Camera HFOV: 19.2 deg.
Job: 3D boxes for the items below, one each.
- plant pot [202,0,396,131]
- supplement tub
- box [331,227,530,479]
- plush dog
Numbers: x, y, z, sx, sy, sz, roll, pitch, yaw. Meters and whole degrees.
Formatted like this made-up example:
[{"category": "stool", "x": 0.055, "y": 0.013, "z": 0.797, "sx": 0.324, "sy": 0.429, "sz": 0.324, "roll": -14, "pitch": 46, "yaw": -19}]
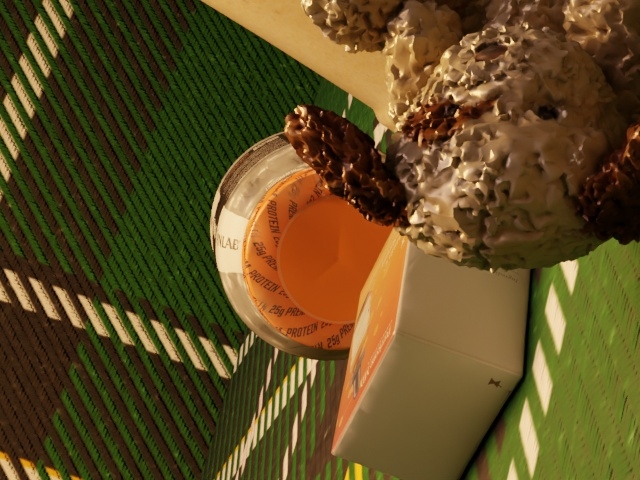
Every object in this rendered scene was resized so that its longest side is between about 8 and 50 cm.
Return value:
[{"category": "plant pot", "x": 0.029, "y": -0.274, "z": 1.646, "sx": 0.334, "sy": 0.305, "sz": 0.334, "roll": -157, "pitch": 90, "yaw": -80}, {"category": "supplement tub", "x": 0.000, "y": 0.000, "z": 1.695, "sx": 0.316, "sy": 0.193, "sz": 0.193, "roll": -130, "pitch": 60, "yaw": -83}, {"category": "box", "x": 0.079, "y": 0.063, "z": 1.309, "sx": 0.170, "sy": 0.091, "sz": 0.130, "roll": -78, "pitch": 10, "yaw": -50}, {"category": "plush dog", "x": 0.110, "y": -0.066, "z": 1.054, "sx": 0.225, "sy": 0.262, "sz": 0.210, "roll": -64, "pitch": -34, "yaw": -51}]
